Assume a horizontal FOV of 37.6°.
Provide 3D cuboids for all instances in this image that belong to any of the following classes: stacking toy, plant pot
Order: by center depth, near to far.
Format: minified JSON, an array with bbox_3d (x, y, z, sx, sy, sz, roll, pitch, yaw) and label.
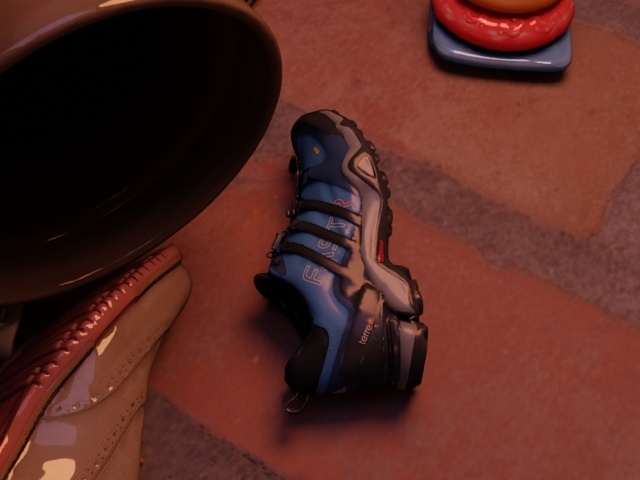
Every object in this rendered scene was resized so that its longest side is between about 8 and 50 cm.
[{"bbox_3d":[-0.241,-0.152,0.749,0.323,0.323,0.280,-30,67,-22],"label":"plant pot"},{"bbox_3d":[0.211,-0.335,0.990,0.166,0.301,0.175,7,55,3],"label":"stacking toy"}]

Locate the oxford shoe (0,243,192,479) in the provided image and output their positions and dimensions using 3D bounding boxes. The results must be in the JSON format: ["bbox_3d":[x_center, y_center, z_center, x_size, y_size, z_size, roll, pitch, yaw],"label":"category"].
[{"bbox_3d":[-0.198,0.163,0.746,0.146,0.140,0.397,45,48,-15],"label":"oxford shoe"}]

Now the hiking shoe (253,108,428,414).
[{"bbox_3d":[0.000,0.000,0.855,0.132,0.113,0.304,-9,55,-10],"label":"hiking shoe"}]

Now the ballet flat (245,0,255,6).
[{"bbox_3d":[-0.105,-0.280,1.094,0.058,0.049,0.173,16,55,10],"label":"ballet flat"}]

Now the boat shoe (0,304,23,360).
[{"bbox_3d":[-0.288,-0.022,0.884,0.094,0.109,0.302,21,58,-14],"label":"boat shoe"}]
